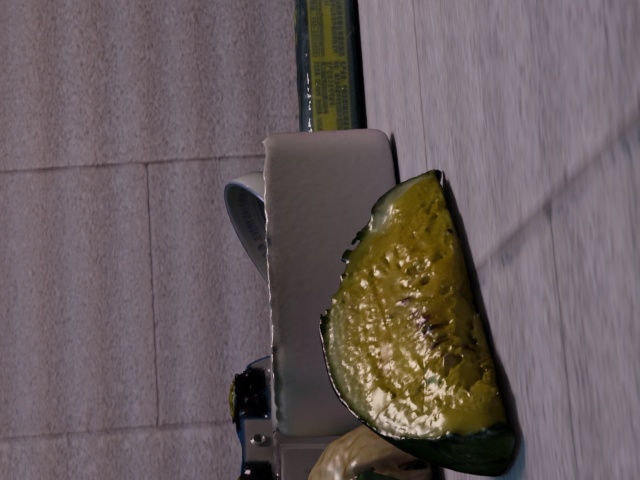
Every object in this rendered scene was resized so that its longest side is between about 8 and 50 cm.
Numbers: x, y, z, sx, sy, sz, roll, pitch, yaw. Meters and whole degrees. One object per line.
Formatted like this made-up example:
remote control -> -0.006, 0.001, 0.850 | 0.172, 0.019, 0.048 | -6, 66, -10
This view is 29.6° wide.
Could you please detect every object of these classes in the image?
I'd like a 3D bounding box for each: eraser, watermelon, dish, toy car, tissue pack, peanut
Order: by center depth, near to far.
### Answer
watermelon -> 0.078, 0.067, 0.874 | 0.129, 0.123, 0.301 | -53, 25, 30
peanut -> 0.042, 0.260, 1.170 | 0.290, 0.130, 0.130 | 105, 162, -64
eraser -> 0.016, 0.084, 1.284 | 0.331, 0.150, 0.331 | 179, 90, -88
toy car -> -0.019, 0.284, 1.546 | 0.314, 0.198, 0.166 | -99, 13, -48
tissue pack -> 0.010, -0.213, 1.640 | 0.185, 0.081, 0.257 | 103, 164, -80
dish -> 0.000, 0.000, 1.664 | 0.273, 0.134, 0.273 | 49, 163, 20

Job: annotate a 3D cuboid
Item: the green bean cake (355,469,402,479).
green bean cake -> 0.030, 0.304, 0.966 | 0.208, 0.107, 0.193 | 113, 179, -46
